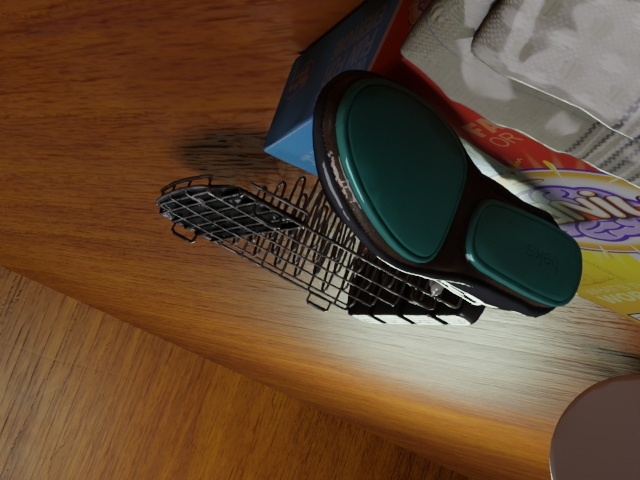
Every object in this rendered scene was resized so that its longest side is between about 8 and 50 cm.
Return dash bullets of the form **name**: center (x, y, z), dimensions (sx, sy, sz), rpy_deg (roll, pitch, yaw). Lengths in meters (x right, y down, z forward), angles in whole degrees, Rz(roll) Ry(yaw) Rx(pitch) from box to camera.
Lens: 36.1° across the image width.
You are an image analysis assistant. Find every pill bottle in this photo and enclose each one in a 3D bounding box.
- **pill bottle**: center (0.382, 0.276, 1.096), dimensions (0.204, 0.204, 0.361), rpy_deg (11, 163, 31)

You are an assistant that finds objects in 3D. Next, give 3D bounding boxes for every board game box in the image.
- **board game box**: center (0.155, -0.034, 0.510), dimensions (0.317, 0.064, 0.242), rpy_deg (24, 165, -17)

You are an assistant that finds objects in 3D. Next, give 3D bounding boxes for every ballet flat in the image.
- **ballet flat**: center (0.047, -0.014, 0.458), dimensions (0.074, 0.074, 0.203), rpy_deg (5, 162, 45)

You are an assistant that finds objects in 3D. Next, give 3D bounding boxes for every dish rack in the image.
- **dish rack**: center (0.000, 0.000, 0.843), dimensions (0.272, 0.074, 0.208), rpy_deg (28, 163, -24)

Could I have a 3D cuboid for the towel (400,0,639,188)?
- **towel**: center (0.218, -0.054, 0.243), dimensions (0.312, 0.056, 0.324), rpy_deg (22, 154, -14)
